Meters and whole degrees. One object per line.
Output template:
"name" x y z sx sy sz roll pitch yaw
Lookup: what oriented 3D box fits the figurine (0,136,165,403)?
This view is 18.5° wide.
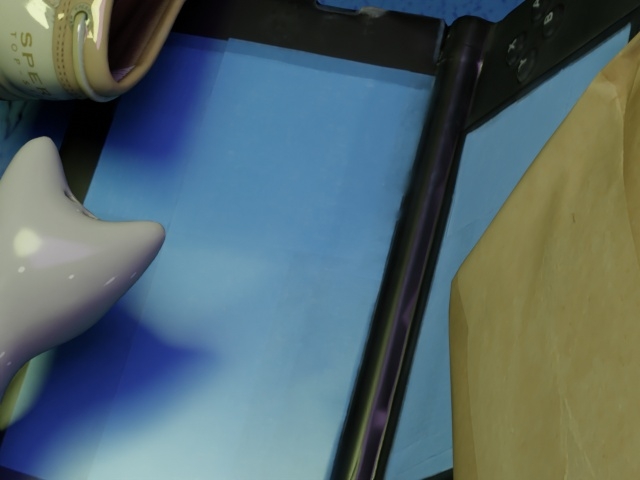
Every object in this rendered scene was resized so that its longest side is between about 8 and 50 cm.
"figurine" -0.190 0.027 0.757 0.215 0.092 0.209 31 81 15

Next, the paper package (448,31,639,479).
"paper package" 0.202 0.136 0.520 0.309 0.168 0.325 15 53 -18

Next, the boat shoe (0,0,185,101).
"boat shoe" -0.058 -0.176 0.857 0.089 0.104 0.285 12 67 35

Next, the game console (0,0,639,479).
"game console" 0.000 0.000 0.752 0.173 0.250 0.293 23 64 -17
